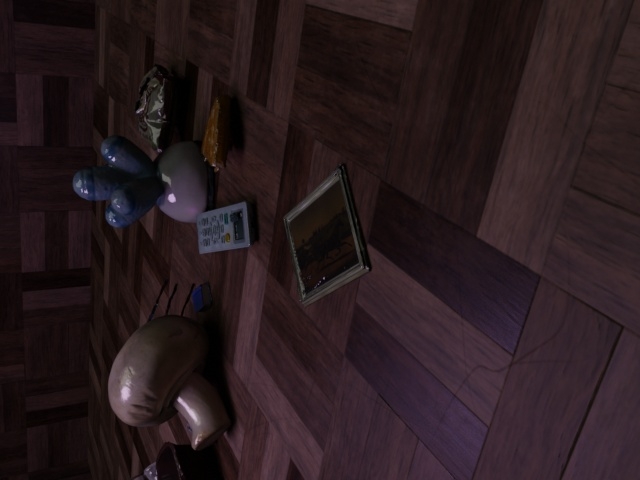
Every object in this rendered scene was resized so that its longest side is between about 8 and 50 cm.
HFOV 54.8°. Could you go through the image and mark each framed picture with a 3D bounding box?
[{"bbox_3d":[0.000,0.000,1.133,0.252,0.014,0.197,-37,62,56],"label":"framed picture"}]

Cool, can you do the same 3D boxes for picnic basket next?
[{"bbox_3d":[-0.352,0.702,1.717,0.222,0.129,0.296,-58,46,43],"label":"picnic basket"}]

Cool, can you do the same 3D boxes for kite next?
[{"bbox_3d":[-0.450,0.244,1.769,0.015,0.152,0.285,22,90,48],"label":"kite"}]

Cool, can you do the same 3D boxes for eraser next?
[{"bbox_3d":[-0.329,0.160,1.711,0.085,0.027,0.063,-38,60,56],"label":"eraser"}]

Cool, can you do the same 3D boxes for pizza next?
[{"bbox_3d":[-0.247,-0.242,1.494,0.199,0.062,0.188,164,113,-66],"label":"pizza"}]

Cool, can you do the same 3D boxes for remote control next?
[{"bbox_3d":[-0.233,-0.027,1.502,0.293,0.051,0.103,-8,87,57],"label":"remote control"}]

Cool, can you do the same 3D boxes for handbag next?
[{"bbox_3d":[-0.479,-0.382,1.808,0.213,0.127,0.234,46,130,51],"label":"handbag"}]

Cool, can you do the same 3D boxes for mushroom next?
[{"bbox_3d":[-0.418,0.379,1.636,0.315,0.315,0.355,-21,75,59],"label":"mushroom"}]

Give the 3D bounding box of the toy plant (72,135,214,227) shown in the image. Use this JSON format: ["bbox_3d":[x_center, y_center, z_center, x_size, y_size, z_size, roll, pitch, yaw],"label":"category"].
[{"bbox_3d":[-0.471,-0.150,1.621,0.247,0.333,0.247,18,110,60],"label":"toy plant"}]

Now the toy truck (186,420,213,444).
[{"bbox_3d":[-0.337,0.533,1.747,0.123,0.052,0.062,8,106,58],"label":"toy truck"}]

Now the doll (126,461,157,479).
[{"bbox_3d":[-0.472,0.860,1.820,0.348,0.161,0.422,-11,73,21],"label":"doll"}]
